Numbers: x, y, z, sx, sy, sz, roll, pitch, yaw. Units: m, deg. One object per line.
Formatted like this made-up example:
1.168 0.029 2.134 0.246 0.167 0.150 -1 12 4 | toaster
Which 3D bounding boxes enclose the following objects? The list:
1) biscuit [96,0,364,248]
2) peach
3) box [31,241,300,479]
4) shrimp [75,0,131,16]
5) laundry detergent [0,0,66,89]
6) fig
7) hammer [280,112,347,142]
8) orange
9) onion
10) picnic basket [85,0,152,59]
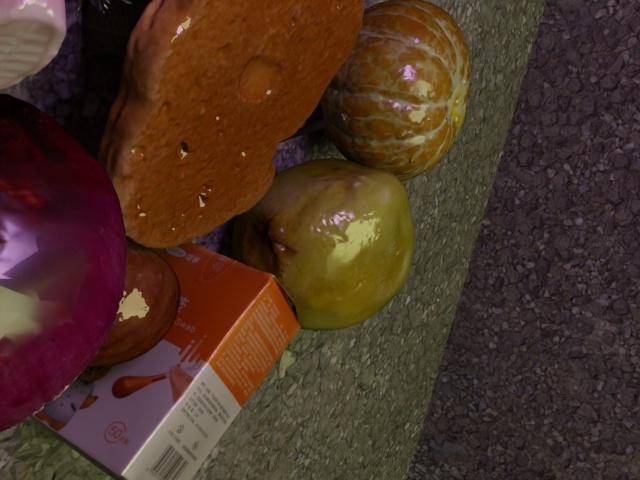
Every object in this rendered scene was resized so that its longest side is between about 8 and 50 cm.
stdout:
-0.100 -0.182 0.845 0.455 0.078 0.350 -57 164 19 | biscuit
0.003 0.003 1.254 0.316 0.281 0.314 -27 138 -43 | peach
-0.218 0.172 1.054 0.341 0.225 0.143 -53 146 -26 | box
-0.192 -0.330 0.671 0.172 0.372 0.137 -35 152 17 | shrimp
-0.289 -0.300 0.599 0.088 0.159 0.335 -2 75 -51 | laundry detergent
-0.280 0.078 0.921 0.205 0.205 0.205 -38 138 -43 | fig
-0.068 -0.145 1.068 0.058 0.292 0.029 -40 110 -42 | hammer
0.133 -0.268 1.325 0.329 0.249 0.329 -32 129 -52 | orange
-0.361 0.034 0.689 0.347 0.348 0.385 -55 -177 -23 | onion
-0.154 -0.304 0.917 0.267 0.165 0.139 -26 129 -52 | picnic basket
